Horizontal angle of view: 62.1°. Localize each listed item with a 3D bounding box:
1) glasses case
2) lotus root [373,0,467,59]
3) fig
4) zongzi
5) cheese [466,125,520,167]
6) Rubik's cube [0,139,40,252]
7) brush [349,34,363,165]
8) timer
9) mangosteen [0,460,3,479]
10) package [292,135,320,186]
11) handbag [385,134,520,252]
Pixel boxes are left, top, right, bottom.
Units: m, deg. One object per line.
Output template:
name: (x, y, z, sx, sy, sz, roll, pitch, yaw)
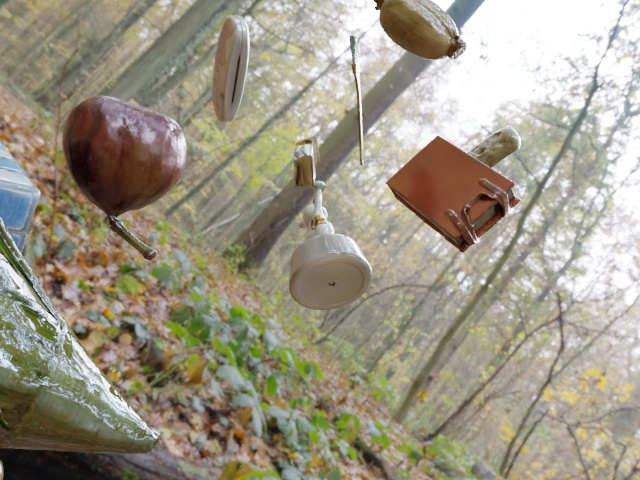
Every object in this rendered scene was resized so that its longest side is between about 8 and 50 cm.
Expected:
glasses case: (-0.172, -0.321, 1.008, 0.081, 0.051, 0.204, 57, -38, 39)
lotus root: (0.122, -0.280, 0.688, 0.150, 0.073, 0.062, 44, -25, 17)
fig: (-0.351, -0.116, 0.925, 0.204, 0.249, 0.186, 16, 3, -38)
zongzi: (-0.214, -0.008, 0.321, 0.275, 0.250, 0.125, 11, -34, -13)
cheese: (0.287, -0.145, 1.007, 0.043, 0.194, 0.065, 47, 29, -20)
Rubik's cube: (-0.570, -0.021, 0.713, 0.256, 0.258, 0.253, 12, 16, -45)
brush: (0.061, -0.221, 0.854, 0.083, 0.011, 0.205, -68, 154, -70)
timer: (0.000, 0.000, 1.181, 0.175, 0.175, 0.266, 49, 19, -42)
mangosteen: (-0.682, 0.428, 0.958, 0.211, 0.211, 0.250, 36, -6, 31)
package: (-0.031, -0.165, 1.106, 0.131, 0.047, 0.071, -83, 168, -59)
handbag: (0.213, -0.080, 0.869, 0.190, 0.127, 0.063, 49, 1, 43)
